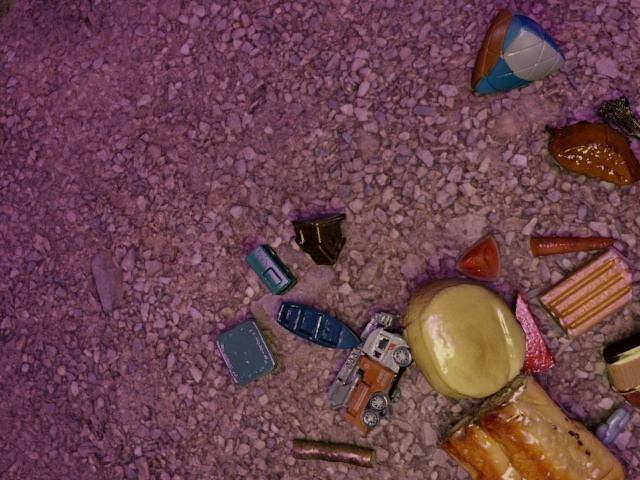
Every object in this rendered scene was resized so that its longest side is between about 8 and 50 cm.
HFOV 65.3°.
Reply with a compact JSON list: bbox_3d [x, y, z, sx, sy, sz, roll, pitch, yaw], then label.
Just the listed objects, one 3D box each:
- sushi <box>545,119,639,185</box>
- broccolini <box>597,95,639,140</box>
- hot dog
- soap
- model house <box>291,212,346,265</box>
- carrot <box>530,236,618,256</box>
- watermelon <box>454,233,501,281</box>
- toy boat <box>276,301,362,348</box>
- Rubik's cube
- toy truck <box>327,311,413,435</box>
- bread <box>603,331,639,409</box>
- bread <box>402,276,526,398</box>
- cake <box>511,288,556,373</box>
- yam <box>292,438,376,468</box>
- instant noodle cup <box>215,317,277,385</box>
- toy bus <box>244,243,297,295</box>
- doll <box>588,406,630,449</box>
[{"bbox_3d":[0.746,-0.247,1.333,0.287,0.140,0.149,18,130,13],"label":"sushi"},{"bbox_3d":[0.837,-0.303,1.346,0.058,0.074,0.201,-36,83,-7],"label":"broccolini"},{"bbox_3d":[0.546,0.559,1.284,0.365,0.196,0.367,46,132,13],"label":"hot dog"},{"bbox_3d":[0.728,0.143,1.352,0.232,0.073,0.140,-38,82,9],"label":"soap"},{"bbox_3d":[-0.005,0.000,1.522,0.165,0.106,0.152,0,102,48],"label":"model house"},{"bbox_3d":[0.702,0.013,1.380,0.224,0.057,0.057,-3,88,7],"label":"carrot"},{"bbox_3d":[0.456,0.044,1.408,0.125,0.094,0.135,18,89,19],"label":"watermelon"},{"bbox_3d":[0.003,0.257,1.476,0.299,0.062,0.096,17,89,33],"label":"toy boat"},{"bbox_3d":[0.560,-0.543,1.390,0.255,0.254,0.254,0,88,13],"label":"Rubik's cube"},{"bbox_3d":[0.161,0.369,1.450,0.185,0.133,0.338,28,97,24],"label":"toy truck"},{"bbox_3d":[0.857,0.340,1.269,0.224,0.142,0.211,-35,93,28],"label":"bread"},{"bbox_3d":[0.369,0.251,1.320,0.321,0.237,0.320,3,76,-11],"label":"bread"},{"bbox_3d":[0.545,0.259,1.384,0.117,0.086,0.220,-26,84,9],"label":"cake"},{"bbox_3d":[0.041,0.641,1.504,0.253,0.061,0.061,2,89,12],"label":"yam"},{"bbox_3d":[-0.226,0.347,1.568,0.157,0.070,0.179,-29,83,12],"label":"instant noodle cup"},{"bbox_3d":[-0.153,0.093,1.546,0.079,0.092,0.160,-42,80,10],"label":"toy bus"},{"bbox_3d":[0.751,0.516,1.341,0.120,0.075,0.179,35,86,-29],"label":"doll"}]
